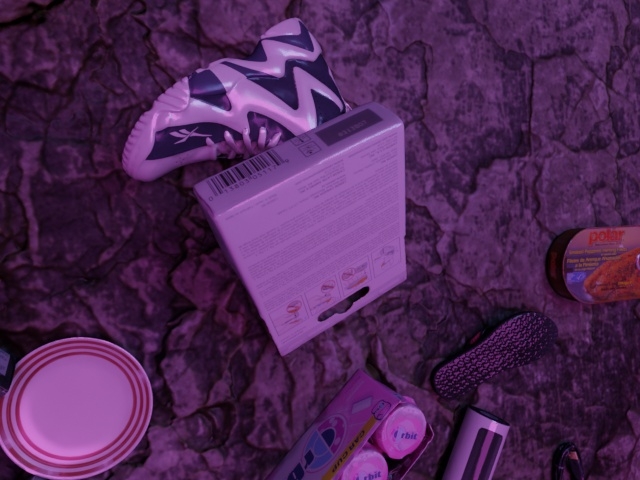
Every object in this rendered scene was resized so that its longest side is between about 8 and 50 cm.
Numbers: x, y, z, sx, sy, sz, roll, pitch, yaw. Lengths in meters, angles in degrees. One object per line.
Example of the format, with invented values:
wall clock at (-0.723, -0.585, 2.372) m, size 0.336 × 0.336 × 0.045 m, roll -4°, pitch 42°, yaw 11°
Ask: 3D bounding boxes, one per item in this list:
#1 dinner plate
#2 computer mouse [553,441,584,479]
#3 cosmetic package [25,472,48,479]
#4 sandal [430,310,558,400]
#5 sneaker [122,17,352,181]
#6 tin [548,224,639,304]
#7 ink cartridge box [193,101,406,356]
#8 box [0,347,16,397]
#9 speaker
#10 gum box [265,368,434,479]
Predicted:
dinner plate at (-0.242, 0.165, 0.439) m, size 0.141 × 0.017 × 0.142 m, roll 0°, pitch 92°, yaw -18°
computer mouse at (0.393, 0.403, 0.632) m, size 0.071 × 0.041 × 0.242 m, roll -26°, pitch 98°, yaw -14°
cosmetic package at (-0.225, 0.429, 0.381) m, size 0.196 × 0.155 × 0.366 m, roll -37°, pitch 102°, yaw -14°
sandal at (0.222, 0.144, 0.577) m, size 0.179 × 0.040 × 0.067 m, roll -28°, pitch 94°, yaw 0°
sneaker at (-0.062, -0.098, 0.445) m, size 0.235 × 0.094 × 0.153 m, roll -41°, pitch 94°, yaw -22°
tin at (0.407, 0.031, 0.628) m, size 0.189 × 0.040 × 0.106 m, roll -2°, pitch 96°, yaw -17°
ink cartridge box at (0.000, 0.000, 0.459) m, size 0.188 × 0.066 × 0.233 m, roll -29°, pitch 143°, yaw -14°
box at (-0.398, 0.098, 0.324) m, size 0.183 × 0.056 × 0.231 m, roll -39°, pitch 123°, yaw -8°
speaker at (0.190, 0.286, 0.558) m, size 0.055 × 0.055 × 0.136 m, roll 24°, pitch 85°, yaw -17°
gum box at (0.028, 0.237, 0.478) m, size 0.062 × 0.107 × 0.188 m, roll 45°, pitch 79°, yaw -14°
